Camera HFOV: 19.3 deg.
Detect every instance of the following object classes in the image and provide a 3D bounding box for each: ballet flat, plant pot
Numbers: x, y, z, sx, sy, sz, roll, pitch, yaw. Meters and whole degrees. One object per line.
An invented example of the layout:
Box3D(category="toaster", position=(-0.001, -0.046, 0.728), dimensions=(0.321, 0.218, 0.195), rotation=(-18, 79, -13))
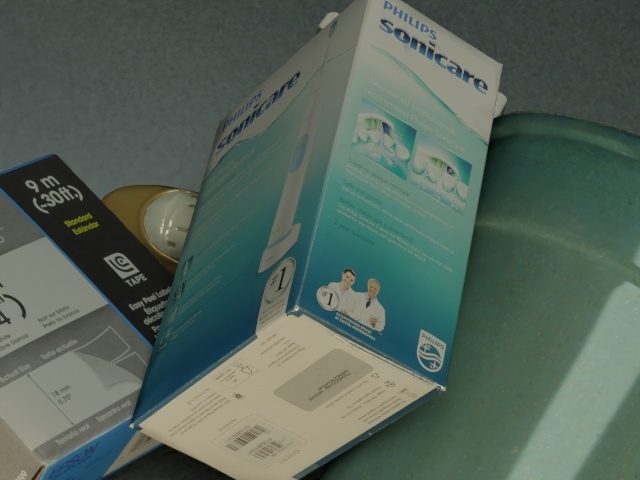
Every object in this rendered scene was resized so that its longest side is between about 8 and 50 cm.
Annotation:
Box3D(category="ballet flat", position=(-0.071, 0.003, 1.508), dimensions=(0.232, 0.073, 0.080), rotation=(22, 66, 3))
Box3D(category="plant pot", position=(0.172, 0.143, 1.356), dimensions=(0.341, 0.341, 0.334), rotation=(31, 74, 7))

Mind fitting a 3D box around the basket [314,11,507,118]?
Box3D(category="basket", position=(0.052, -0.091, 1.547), dimensions=(0.167, 0.113, 0.103), rotation=(26, 67, 5))

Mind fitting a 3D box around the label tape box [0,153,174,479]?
Box3D(category="label tape box", position=(-0.256, 0.035, 1.394), dimensions=(0.334, 0.106, 0.240), rotation=(45, 35, 12))

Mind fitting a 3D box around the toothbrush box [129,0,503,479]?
Box3D(category="toothbrush box", position=(0.000, 0.000, 1.338), dimensions=(0.126, 0.216, 0.295), rotation=(29, 49, -21))
